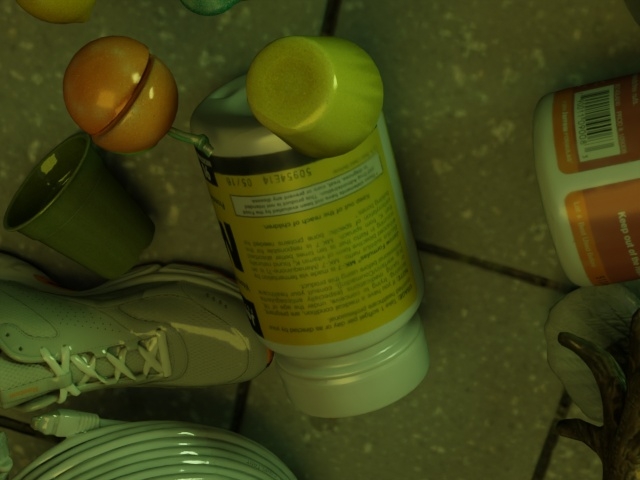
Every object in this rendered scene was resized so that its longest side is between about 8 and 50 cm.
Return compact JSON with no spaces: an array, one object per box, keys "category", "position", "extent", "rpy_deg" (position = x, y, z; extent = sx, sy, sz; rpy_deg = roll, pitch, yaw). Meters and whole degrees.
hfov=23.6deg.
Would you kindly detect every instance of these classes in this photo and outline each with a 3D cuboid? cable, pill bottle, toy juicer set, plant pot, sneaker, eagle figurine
[{"category":"cable","position":[-0.121,0.246,1.103],"extent":[0.257,0.089,0.257],"rpy_deg":[2,118,-20]},{"category":"pill bottle","position":[0.241,-0.048,0.890],"extent":[0.216,0.121,0.121],"rpy_deg":[-11,115,18]},{"category":"toy juicer set","position":[-0.081,-0.202,0.881],"extent":[0.209,0.089,0.329],"rpy_deg":[-7,86,19]},{"category":"plant pot","position":[-0.155,-0.016,1.030],"extent":[0.083,0.083,0.079],"rpy_deg":[-35,117,27]},{"category":"sneaker","position":[-0.164,0.079,1.053],"extent":[0.262,0.121,0.099],"rpy_deg":[3,120,11]},{"category":"eagle figurine","position":[0.303,0.116,0.952],"extent":[0.298,0.225,0.226],"rpy_deg":[-4,168,-24]},{"category":"pill bottle","position":[0.000,0.000,0.972],"extent":[0.119,0.119,0.209],"rpy_deg":[-8,115,17]}]

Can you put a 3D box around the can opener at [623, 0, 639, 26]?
[{"category":"can opener","position":[0.242,-0.222,0.807],"extent":[0.076,0.095,0.283],"rpy_deg":[54,141,33]}]
